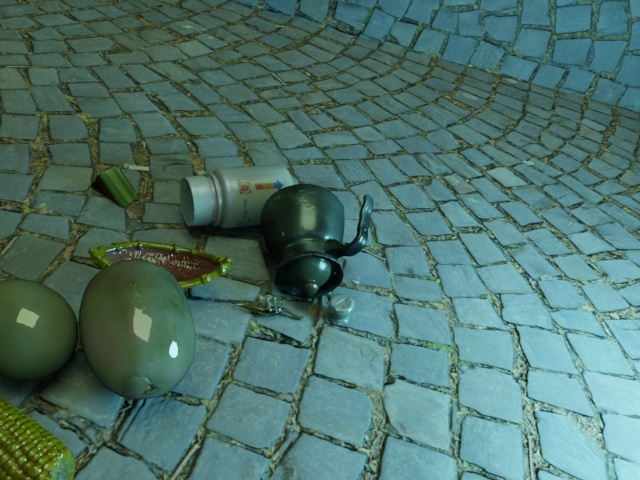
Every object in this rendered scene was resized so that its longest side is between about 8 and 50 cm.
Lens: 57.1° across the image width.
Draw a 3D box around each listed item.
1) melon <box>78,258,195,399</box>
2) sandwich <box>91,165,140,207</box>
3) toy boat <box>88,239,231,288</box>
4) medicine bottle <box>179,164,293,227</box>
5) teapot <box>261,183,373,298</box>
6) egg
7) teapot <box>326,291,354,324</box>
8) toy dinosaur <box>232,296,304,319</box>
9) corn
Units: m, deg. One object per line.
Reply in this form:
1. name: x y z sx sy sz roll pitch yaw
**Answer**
1. melon: -0.376 0.175 1.205 0.223 0.223 0.316 -7 46 -24
2. sandwich: -0.583 -0.139 1.673 0.116 0.074 0.074 55 45 -4
3. toy boat: -0.374 0.057 1.383 0.318 0.099 0.140 5 47 -12
4. medicine bottle: -0.230 -0.121 1.637 0.293 0.170 0.170 -7 45 -26
5. teapot: 0.000 0.015 1.509 0.306 0.223 0.285 -10 51 5
6. egg: -0.594 0.173 1.168 0.242 0.185 0.186 24 40 25
7. teapot: 0.044 0.169 1.472 0.064 0.064 0.083 -25 49 -30
8. toy dinosaur: -0.127 0.162 1.446 0.181 0.037 0.058 6 36 -13
9. corn: -0.594 0.333 1.022 0.388 0.143 0.144 25 41 7
